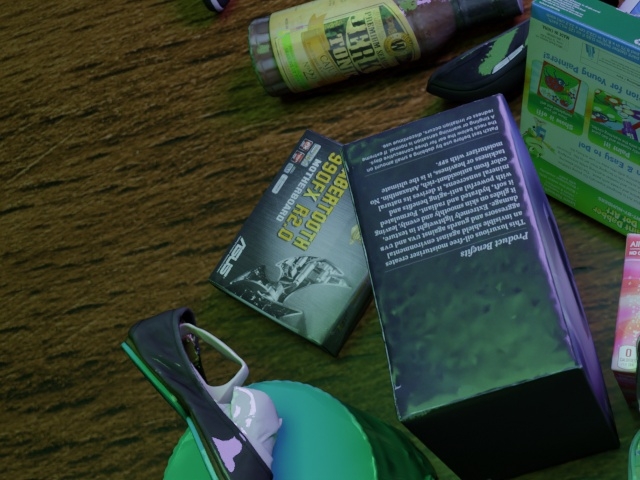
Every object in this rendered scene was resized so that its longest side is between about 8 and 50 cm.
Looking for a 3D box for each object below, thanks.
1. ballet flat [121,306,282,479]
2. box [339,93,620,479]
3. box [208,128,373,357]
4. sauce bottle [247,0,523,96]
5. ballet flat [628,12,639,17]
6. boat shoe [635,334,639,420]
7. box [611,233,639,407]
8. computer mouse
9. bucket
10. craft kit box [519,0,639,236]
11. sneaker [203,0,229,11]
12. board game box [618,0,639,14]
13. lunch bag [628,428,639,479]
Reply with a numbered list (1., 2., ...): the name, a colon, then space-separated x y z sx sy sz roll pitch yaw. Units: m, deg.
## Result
1. ballet flat: -0.103 0.165 1.195 0.096 0.095 0.280 -34 56 -8
2. box: 0.169 0.064 1.226 0.182 0.296 0.294 -17 63 13
3. box: 0.000 0.000 1.461 0.183 0.056 0.231 28 80 30
4. sauce bottle: 0.080 -0.274 1.521 0.344 0.111 0.111 -15 62 17
5. ballet flat: 0.363 -0.208 1.305 0.213 0.068 0.072 14 67 21
6. boat shoe: 0.318 0.159 1.119 0.056 0.049 0.152 -15 85 26
7. box: 0.453 0.091 1.188 0.299 0.142 0.154 4 69 23
8. computer mouse: 0.246 -0.229 1.405 0.262 0.184 0.060 -28 82 6
9. bucket: -0.023 0.288 1.265 0.281 0.183 0.281 -9 65 20
10. craft kit box: 0.328 -0.116 1.276 0.250 0.247 0.061 32 52 30
11. sneaker: -0.104 -0.427 1.680 0.097 0.084 0.235 7 70 23
12. board game box: 0.512 -0.240 1.348 0.302 0.086 0.308 37 84 30
13. lunch bag: 0.423 0.269 1.139 0.279 0.108 0.224 -3 66 20
